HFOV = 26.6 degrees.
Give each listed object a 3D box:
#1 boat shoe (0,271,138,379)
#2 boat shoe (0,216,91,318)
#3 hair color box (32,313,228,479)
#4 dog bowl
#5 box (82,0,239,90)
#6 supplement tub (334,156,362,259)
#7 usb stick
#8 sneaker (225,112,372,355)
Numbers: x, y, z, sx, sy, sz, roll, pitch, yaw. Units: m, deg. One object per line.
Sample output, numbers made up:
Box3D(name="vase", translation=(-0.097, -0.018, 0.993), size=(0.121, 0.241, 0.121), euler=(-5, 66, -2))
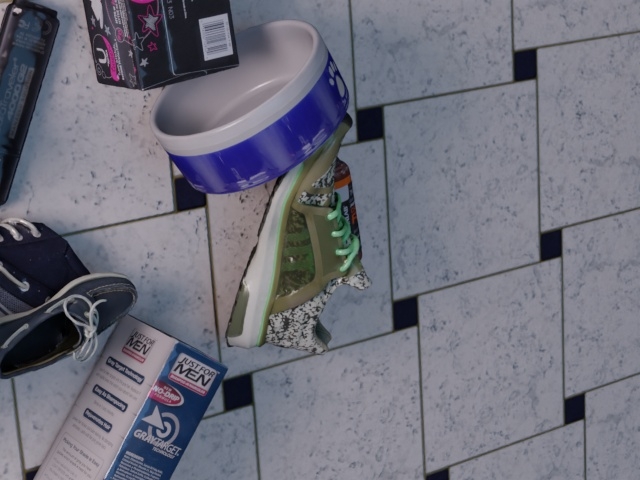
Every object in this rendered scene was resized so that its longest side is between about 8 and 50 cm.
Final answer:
Box3D(name="boat shoe", translation=(-0.336, 0.113, 1.772), size=(0.254, 0.079, 0.095), euler=(-20, 120, -40))
Box3D(name="boat shoe", translation=(-0.446, 0.009, 1.778), size=(0.158, 0.127, 0.340), euler=(-55, 132, -18))
Box3D(name="hair color box", translation=(-0.285, 0.291, 1.908), size=(0.105, 0.174, 0.347), euler=(32, 82, -36))
Box3D(name="dog bowl", translation=(-0.097, -0.186, 1.872), size=(0.265, 0.265, 0.104), euler=(-44, 124, -18))
Box3D(name="box", translation=(-0.224, -0.343, 1.825), size=(0.163, 0.142, 0.247), euler=(-19, 111, -31))
Box3D(name="supplement tub", translation=(0.001, -0.055, 2.066), size=(0.106, 0.106, 0.198), euler=(-20, 112, -29))
Box3D(name="usb stick", translation=(-0.415, -0.179, 1.792), size=(0.077, 0.045, 0.278), euler=(16, 91, -29))
Box3D(name="sneaker", translation=(0.000, 0.000, 1.967), size=(0.182, 0.158, 0.410), euler=(19, 120, -3))
